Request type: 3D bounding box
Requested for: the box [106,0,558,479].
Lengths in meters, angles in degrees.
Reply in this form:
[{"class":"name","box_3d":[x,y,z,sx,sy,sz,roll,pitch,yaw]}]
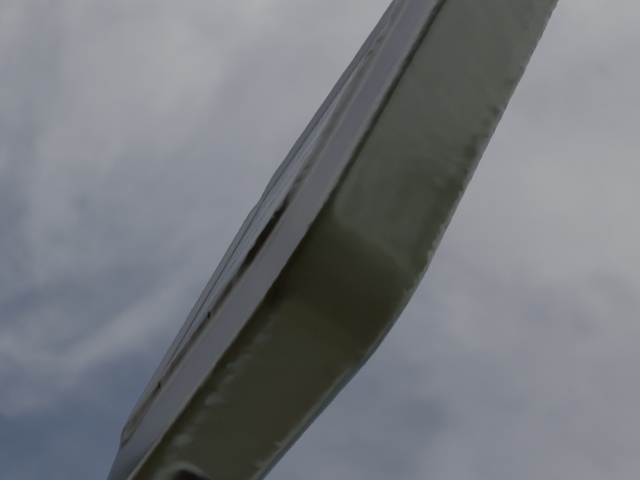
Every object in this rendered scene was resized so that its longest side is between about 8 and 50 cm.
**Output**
[{"class":"box","box_3d":[0.000,0.000,1.239,0.367,0.090,0.373,-52,-172,47]}]
